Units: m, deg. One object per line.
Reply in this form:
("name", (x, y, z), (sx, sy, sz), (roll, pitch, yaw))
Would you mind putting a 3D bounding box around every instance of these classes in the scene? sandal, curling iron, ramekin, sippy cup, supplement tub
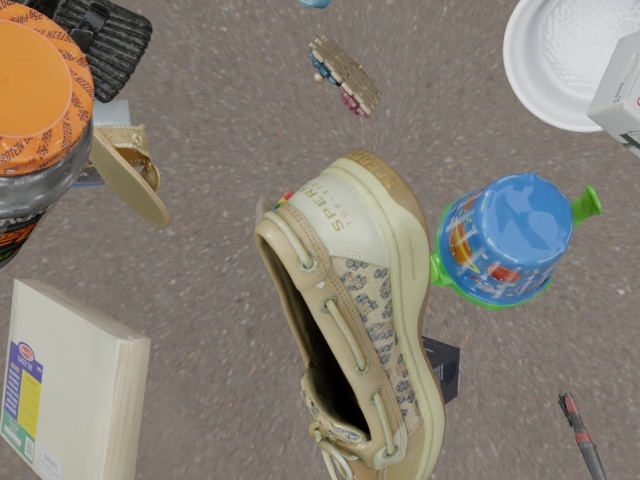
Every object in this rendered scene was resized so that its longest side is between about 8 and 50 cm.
("sandal", (-0.249, -0.124, 1.126), (0.240, 0.088, 0.079), (44, 63, -15))
("curling iron", (0.521, 0.401, 1.800), (0.035, 0.274, 0.068), (-25, 124, 10))
("ramekin", (0.469, -0.337, 1.600), (0.277, 0.135, 0.277), (11, 116, 24))
("sippy cup", (0.336, -0.011, 1.635), (0.240, 0.224, 0.305), (32, 75, 4))
("supplement tub", (-0.203, -0.052, 0.535), (0.117, 0.190, 0.117), (11, 67, -28))

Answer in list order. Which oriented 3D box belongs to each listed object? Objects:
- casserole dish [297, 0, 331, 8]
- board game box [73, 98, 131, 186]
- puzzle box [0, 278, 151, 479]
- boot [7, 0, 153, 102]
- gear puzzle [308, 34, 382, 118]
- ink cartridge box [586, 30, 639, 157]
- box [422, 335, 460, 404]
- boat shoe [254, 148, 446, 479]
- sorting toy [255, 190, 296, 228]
("casserole dish", (-0.015, -0.467, 1.521), (0.114, 0.037, 0.188), (40, 133, 20))
("board game box", (-0.509, -0.181, 1.809), (0.224, 0.303, 0.097), (-6, 83, -24))
("puzzle box", (-0.381, 0.225, 1.387), (0.052, 0.409, 0.272), (3, 99, -37))
("boot", (-0.487, -0.311, 1.628), (0.348, 0.131, 0.260), (-40, 134, 25))
("gear puzzle", (0.047, -0.324, 1.821), (0.044, 0.339, 0.175), (-41, 97, 18))
("ink cartridge box", (0.522, -0.200, 1.394), (0.208, 0.087, 0.153), (33, 74, -21))
("box", (0.148, 0.262, 1.751), (0.153, 0.207, 0.108), (15, 113, 39))
("boat shoe", (0.014, 0.075, 0.591), (0.089, 0.104, 0.285), (-29, 131, -24))
("sorting toy", (0.000, 0.000, 1.820), (0.257, 0.255, 0.089), (36, 102, -13))
